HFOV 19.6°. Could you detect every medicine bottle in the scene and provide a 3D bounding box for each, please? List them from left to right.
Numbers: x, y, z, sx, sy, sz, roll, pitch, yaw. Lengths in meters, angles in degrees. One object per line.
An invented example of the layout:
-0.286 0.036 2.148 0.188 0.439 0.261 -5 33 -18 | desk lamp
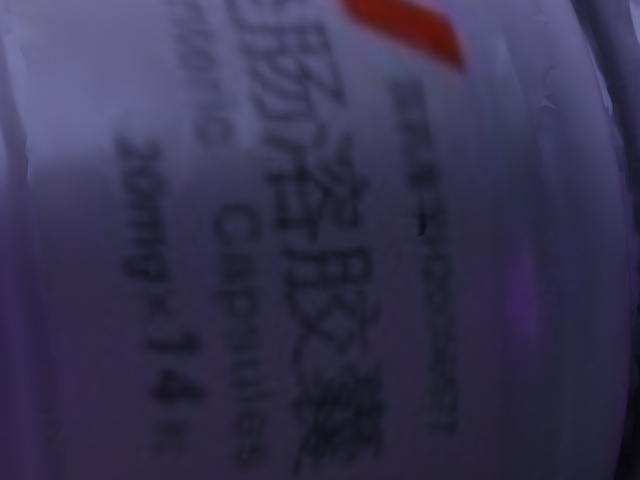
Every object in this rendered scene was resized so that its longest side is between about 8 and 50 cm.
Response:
0.000 0.000 0.527 0.325 0.256 0.256 -7 51 -22 | medicine bottle
